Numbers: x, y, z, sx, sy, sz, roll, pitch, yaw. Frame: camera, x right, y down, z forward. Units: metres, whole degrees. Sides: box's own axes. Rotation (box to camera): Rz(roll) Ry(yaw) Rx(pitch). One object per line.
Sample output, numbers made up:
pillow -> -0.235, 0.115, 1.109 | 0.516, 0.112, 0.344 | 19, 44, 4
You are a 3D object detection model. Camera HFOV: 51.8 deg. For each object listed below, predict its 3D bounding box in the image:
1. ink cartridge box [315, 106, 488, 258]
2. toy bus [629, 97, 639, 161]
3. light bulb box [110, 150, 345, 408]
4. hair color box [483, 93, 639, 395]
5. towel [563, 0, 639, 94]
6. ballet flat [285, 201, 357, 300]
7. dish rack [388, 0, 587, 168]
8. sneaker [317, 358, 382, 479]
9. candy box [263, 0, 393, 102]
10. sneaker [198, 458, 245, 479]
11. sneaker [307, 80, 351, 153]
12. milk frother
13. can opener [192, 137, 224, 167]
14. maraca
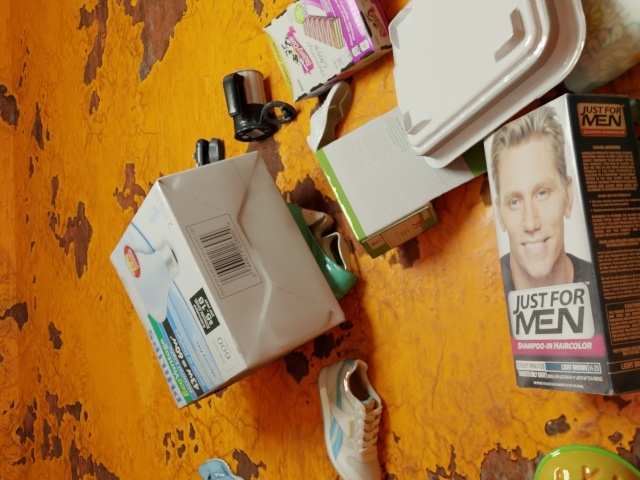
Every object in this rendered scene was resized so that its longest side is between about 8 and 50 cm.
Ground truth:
ink cartridge box -> 0.147, -0.116, 1.079 | 0.255, 0.097, 0.189 | -28, 64, 7
toy bus -> 0.432, -0.137, 0.738 | 0.202, 0.104, 0.191 | 55, 128, 34
light bulb box -> -0.194, 0.086, 1.253 | 0.361, 0.225, 0.358 | -40, 75, 52
hair color box -> 0.315, 0.010, 0.831 | 0.174, 0.105, 0.347 | 156, 110, -67
towel -> 0.373, -0.414, 0.808 | 0.320, 0.090, 0.375 | -39, 59, 42
ballet flat -> 0.000, 0.000, 1.254 | 0.087, 0.083, 0.247 | -38, 59, 14
dish rack -> 0.195, -0.283, 0.907 | 0.333, 0.072, 0.286 | 140, 128, -57
sneaker -> 0.063, 0.323, 1.162 | 0.092, 0.087, 0.229 | -29, 70, 42
candy box -> 0.012, -0.372, 1.200 | 0.233, 0.071, 0.159 | -21, 92, 49
sneaker -> -0.235, 0.548, 1.500 | 0.162, 0.073, 0.063 | 11, 98, 48
sneaker -> 0.010, -0.236, 1.253 | 0.061, 0.053, 0.152 | 46, 123, 41
milk frother -> -0.126, -0.296, 1.388 | 0.143, 0.129, 0.135 | -11, 79, 4
can opener -> -0.270, -0.150, 1.561 | 0.073, 0.059, 0.186 | 5, 93, 48
maraca -> 0.361, 0.328, 0.822 | 0.185, 0.099, 0.127 | 22, 110, 19
